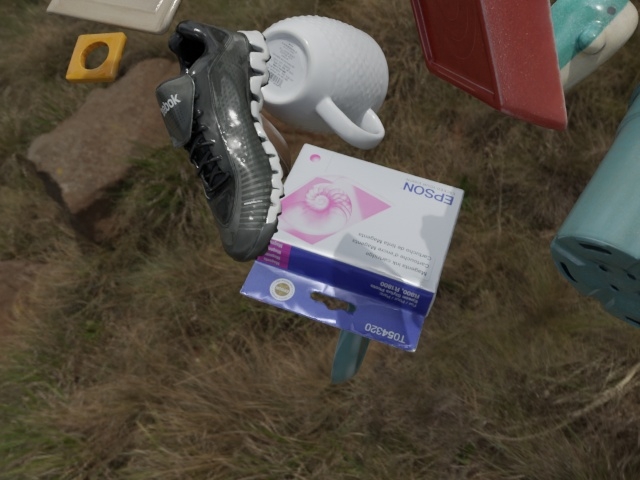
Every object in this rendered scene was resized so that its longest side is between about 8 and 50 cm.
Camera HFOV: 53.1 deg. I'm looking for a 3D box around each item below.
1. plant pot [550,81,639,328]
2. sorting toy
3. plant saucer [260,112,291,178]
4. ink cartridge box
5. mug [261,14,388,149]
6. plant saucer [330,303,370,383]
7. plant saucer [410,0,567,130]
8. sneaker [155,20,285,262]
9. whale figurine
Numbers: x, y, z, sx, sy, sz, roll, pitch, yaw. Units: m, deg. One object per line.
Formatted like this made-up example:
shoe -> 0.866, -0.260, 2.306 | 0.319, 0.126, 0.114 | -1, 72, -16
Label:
plant pot -> 0.580, -0.046, 1.049 | 0.341, 0.341, 0.334 | 33, 77, 33
sorting toy -> -0.227, -0.336, 0.799 | 0.196, 0.047, 0.347 | 15, 74, 22
plant saucer -> -0.178, -0.259, 1.452 | 0.310, 0.310, 0.050 | 33, 80, 33
ink cartridge box -> 0.064, -0.002, 1.151 | 0.324, 0.071, 0.330 | 17, 56, 8
mug -> 0.011, -0.363, 1.532 | 0.276, 0.328, 0.374 | -45, 77, 24
plant saucer -> 0.092, 0.150, 1.327 | 0.044, 0.317, 0.317 | 16, 74, 11
plant saucer -> 0.129, -0.244, 0.599 | 0.048, 0.259, 0.258 | -22, 27, 0
sneaker -> -0.095, -0.094, 0.558 | 0.078, 0.106, 0.234 | -27, 62, 45
whale figurine -> 0.449, -0.358, 1.192 | 0.272, 0.216, 0.141 | -43, 91, 2
